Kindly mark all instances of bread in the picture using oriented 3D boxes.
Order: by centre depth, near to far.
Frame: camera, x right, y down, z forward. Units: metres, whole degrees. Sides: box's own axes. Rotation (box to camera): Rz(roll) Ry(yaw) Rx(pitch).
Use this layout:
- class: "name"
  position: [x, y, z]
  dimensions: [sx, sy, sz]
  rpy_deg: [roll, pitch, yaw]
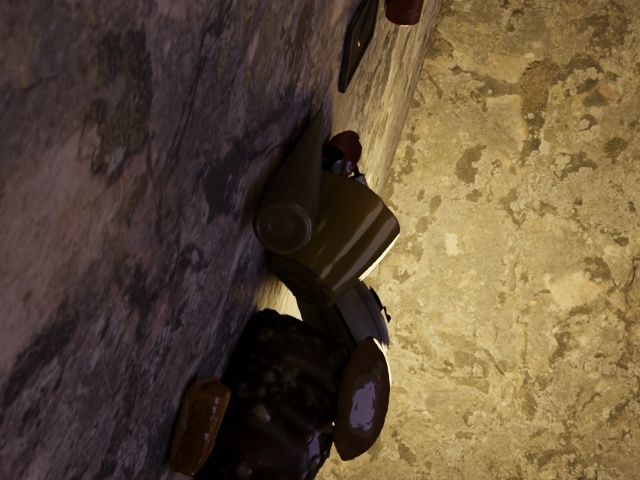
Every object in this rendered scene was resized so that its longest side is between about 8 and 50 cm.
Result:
- class: "bread"
  position: [-0.166, 0.251, 1.087]
  dimensions: [0.074, 0.053, 0.132]
  rpy_deg: [-26, 133, -75]

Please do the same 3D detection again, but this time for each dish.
- class: "dish"
  position: [0.053, 0.154, 1.558]
  dimensions: [0.106, 0.316, 0.316]
  rpy_deg: [-25, 154, -17]

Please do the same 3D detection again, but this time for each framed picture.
- class: "framed picture"
  position: [0.077, -0.396, 1.522]
  dimensions: [0.150, 0.015, 0.203]
  rpy_deg: [99, 12, -51]

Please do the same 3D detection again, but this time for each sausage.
- class: "sausage"
  position: [0.041, -0.165, 1.579]
  dimensions: [0.141, 0.076, 0.076]
  rpy_deg: [-66, 171, -51]

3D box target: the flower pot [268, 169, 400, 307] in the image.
- class: "flower pot"
  position: [0.010, 0.007, 1.368]
  dimensions: [0.179, 0.195, 0.195]
  rpy_deg: [-53, 165, -26]

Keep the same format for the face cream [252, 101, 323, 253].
- class: "face cream"
  position: [-0.031, -0.095, 1.215]
  dimensions: [0.341, 0.084, 0.137]
  rpy_deg: [-75, 178, -62]

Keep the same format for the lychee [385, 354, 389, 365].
- class: "lychee"
  position: [0.030, 0.297, 1.813]
  dimensions: [0.236, 0.271, 0.236]
  rpy_deg: [-57, 162, -30]

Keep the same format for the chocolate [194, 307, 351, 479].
- class: "chocolate"
  position: [-0.057, 0.286, 1.375]
  dimensions: [0.225, 0.210, 0.340]
  rpy_deg: [100, 11, -57]

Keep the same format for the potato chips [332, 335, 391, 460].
- class: "potato chips"
  position: [0.080, 0.267, 1.349]
  dimensions: [0.195, 0.062, 0.208]
  rpy_deg: [72, 36, -47]

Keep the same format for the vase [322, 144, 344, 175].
- class: "vase"
  position: [-0.001, -0.077, 1.515]
  dimensions: [0.060, 0.060, 0.211]
  rpy_deg: [-63, 167, -54]

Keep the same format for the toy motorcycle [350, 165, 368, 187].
- class: "toy motorcycle"
  position: [0.071, -0.085, 1.721]
  dimensions: [0.263, 0.091, 0.157]
  rpy_deg: [-37, 103, -87]

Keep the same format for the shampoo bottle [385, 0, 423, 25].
- class: "shampoo bottle"
  position: [0.197, -0.584, 1.716]
  dimensions: [0.085, 0.085, 0.244]
  rpy_deg: [-65, 168, -46]
